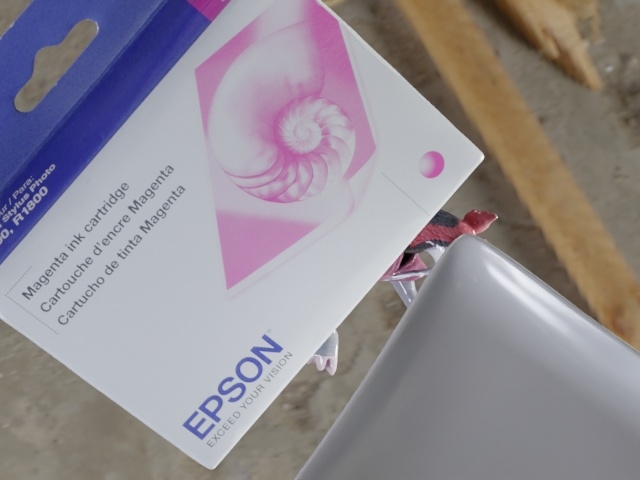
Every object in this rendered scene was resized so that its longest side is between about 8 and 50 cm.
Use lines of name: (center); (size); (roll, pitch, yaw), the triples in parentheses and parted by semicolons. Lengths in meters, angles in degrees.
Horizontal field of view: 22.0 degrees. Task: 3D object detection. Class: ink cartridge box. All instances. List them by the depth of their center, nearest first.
ink cartridge box: (-0.098, -0.045, 1.207); (0.330, 0.071, 0.324); (39, 93, -26)

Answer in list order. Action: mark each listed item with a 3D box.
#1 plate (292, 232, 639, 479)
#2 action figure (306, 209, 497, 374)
plate: (0.130, 0.180, 1.085); (0.277, 0.045, 0.278); (35, 72, -1)
action figure: (0.000, 0.000, 1.702); (0.248, 0.370, 0.275); (3, 74, -74)
